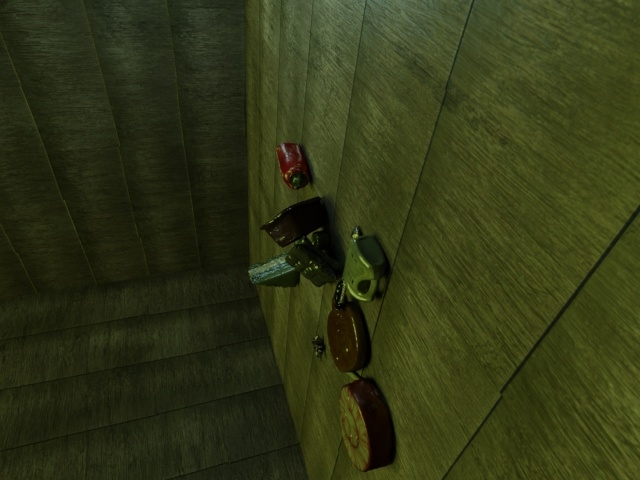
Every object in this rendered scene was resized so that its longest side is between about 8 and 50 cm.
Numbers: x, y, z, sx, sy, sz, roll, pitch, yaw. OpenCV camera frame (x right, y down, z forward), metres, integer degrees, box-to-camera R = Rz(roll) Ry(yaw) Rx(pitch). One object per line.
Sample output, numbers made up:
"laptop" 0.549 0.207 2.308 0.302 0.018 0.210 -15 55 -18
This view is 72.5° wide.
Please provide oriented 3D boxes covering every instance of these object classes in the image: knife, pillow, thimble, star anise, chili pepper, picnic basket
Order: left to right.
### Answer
"chili pepper" -0.116 -0.312 2.054 0.131 0.135 0.338 114 146 -44
"picnic basket" -0.102 -0.071 1.866 0.222 0.297 0.129 -30 88 33
"pillow" -0.034 0.103 1.864 0.228 0.101 0.326 39 161 -2
"star anise" -0.010 0.559 2.257 0.124 0.056 0.129 125 135 -65
"thimble" 0.000 0.000 1.951 0.110 0.062 0.084 120 136 -65
"knife" 0.094 0.112 1.642 0.089 0.043 0.365 -122 38 -57

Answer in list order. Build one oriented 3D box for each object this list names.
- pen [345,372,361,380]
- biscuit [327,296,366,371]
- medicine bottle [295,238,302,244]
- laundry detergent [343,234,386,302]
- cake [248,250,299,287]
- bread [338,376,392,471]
"pen" 0.128 0.569 1.857 0.040 0.032 0.233 61 166 -12
"biscuit" 0.104 0.379 1.793 0.367 0.063 0.314 123 140 -64
"medicine bottle" -0.105 -0.013 2.317 0.083 0.047 0.047 107 150 -53
"laundry detergent" 0.144 0.115 1.486 0.253 0.091 0.181 101 149 -47
"cake" -0.262 0.161 2.552 0.172 0.284 0.158 -63 35 35
"bread" 0.167 0.696 1.644 0.295 0.114 0.327 -127 35 -59
